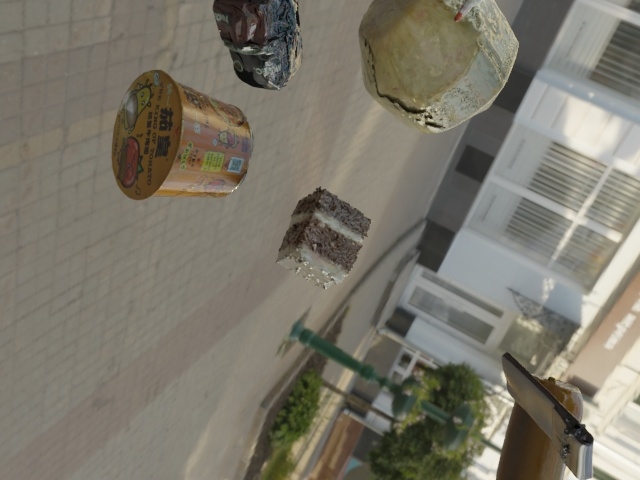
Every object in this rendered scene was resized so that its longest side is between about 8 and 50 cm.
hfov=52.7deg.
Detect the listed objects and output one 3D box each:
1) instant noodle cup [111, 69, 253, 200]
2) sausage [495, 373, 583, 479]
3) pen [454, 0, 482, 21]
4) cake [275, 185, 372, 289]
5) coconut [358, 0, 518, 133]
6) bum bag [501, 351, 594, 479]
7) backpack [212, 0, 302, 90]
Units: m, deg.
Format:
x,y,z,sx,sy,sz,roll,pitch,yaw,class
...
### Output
x,y,z,sx,sy,sz,roll,pitch,yaw,class
-0.230,-0.165,1.104,0.172,0.215,0.216,7,114,-46,instant noodle cup
0.352,0.389,1.082,0.112,0.112,0.329,31,74,-77,sausage
0.236,-0.360,0.792,0.218,0.026,0.026,-52,170,13,pen
0.000,0.000,1.225,0.147,0.134,0.135,-61,-165,-18,cake
0.262,-0.408,1.435,0.353,0.352,0.353,-57,167,-22,coconut
0.283,0.221,0.819,0.026,0.159,0.109,-31,133,-8,bum bag
-0.085,-0.292,0.906,0.106,0.119,0.165,-52,144,-40,backpack
